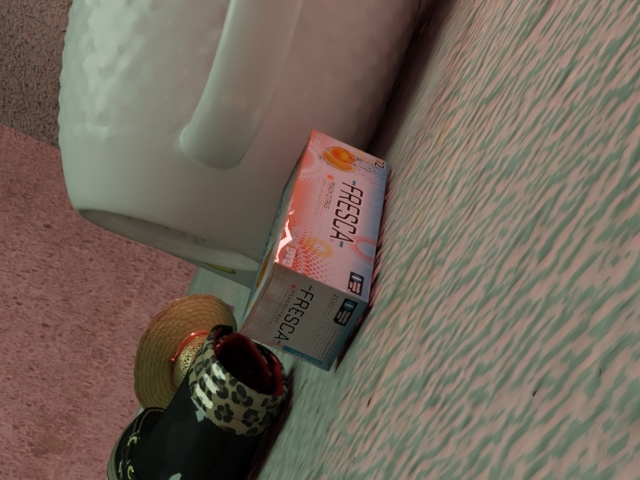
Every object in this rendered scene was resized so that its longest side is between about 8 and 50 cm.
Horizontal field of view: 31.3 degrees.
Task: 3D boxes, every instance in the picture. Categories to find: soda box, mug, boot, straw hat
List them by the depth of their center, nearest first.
[{"bbox_3d":[0.000,0.000,0.731,0.183,0.063,0.058,-76,11,-59],"label":"soda box"},{"bbox_3d":[-0.092,0.142,0.871,0.178,0.085,0.236,-62,14,13],"label":"boot"},{"bbox_3d":[-0.063,-0.158,0.889,0.374,0.276,0.328,155,132,-77],"label":"mug"},{"bbox_3d":[-0.124,0.134,1.202,0.061,0.144,0.144,26,92,45],"label":"straw hat"}]

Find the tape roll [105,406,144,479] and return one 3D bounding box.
[{"bbox_3d":[-0.248,0.378,1.295,0.392,0.072,0.392,-156,90,-83],"label":"tape roll"}]

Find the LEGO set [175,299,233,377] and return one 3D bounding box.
[{"bbox_3d":[-0.208,0.171,1.632,0.227,0.087,0.093,121,171,-50],"label":"LEGO set"}]

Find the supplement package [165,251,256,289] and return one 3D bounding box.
[{"bbox_3d":[-0.124,-0.064,1.306,0.194,0.203,0.149,131,161,-70],"label":"supplement package"}]
